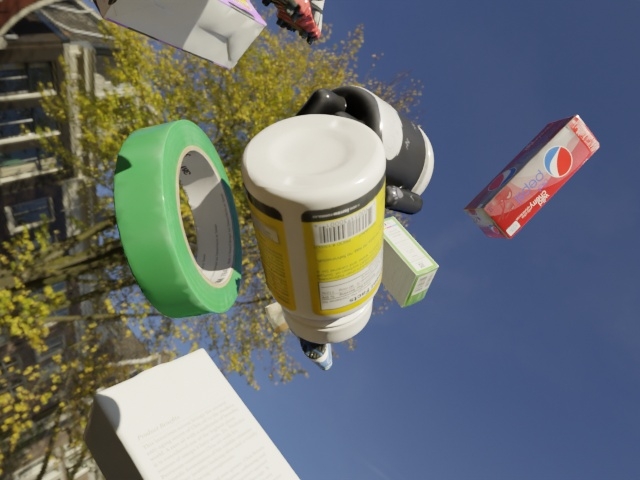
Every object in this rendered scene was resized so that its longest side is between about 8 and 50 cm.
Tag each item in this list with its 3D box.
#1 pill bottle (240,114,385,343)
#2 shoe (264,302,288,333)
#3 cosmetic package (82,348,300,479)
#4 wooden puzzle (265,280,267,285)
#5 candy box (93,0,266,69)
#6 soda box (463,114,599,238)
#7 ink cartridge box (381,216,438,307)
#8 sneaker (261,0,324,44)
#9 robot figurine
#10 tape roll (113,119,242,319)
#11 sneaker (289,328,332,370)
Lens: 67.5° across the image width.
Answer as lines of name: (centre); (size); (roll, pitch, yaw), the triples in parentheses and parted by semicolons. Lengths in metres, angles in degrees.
pill bottle: (0.000, 0.000, 0.454); (0.119, 0.119, 0.208); (32, -34, 31)
shoe: (-0.010, 0.104, 0.950); (0.058, 0.219, 0.076); (57, -3, 4)
cosmetic package: (-0.200, 0.441, 0.850); (0.453, 0.230, 0.161); (46, -54, 23)
wooden puzzle: (-0.075, 0.054, 0.824); (0.083, 0.006, 0.049); (-41, -110, 43)
candy box: (-0.173, -0.290, 0.496); (0.070, 0.165, 0.196); (-41, -110, 26)
soda box: (0.414, -0.123, 0.945); (0.083, 0.263, 0.092); (46, -3, -7)
ink cartridge box: (0.146, 0.026, 1.008); (0.209, 0.062, 0.109); (52, -32, 33)
sneaker: (-0.031, -0.460, 0.894); (0.098, 0.276, 0.135); (30, -81, 3)
robot figurine: (0.070, -0.143, 0.791); (0.174, 0.278, 0.209); (-4, -100, 39)
tape roll: (-0.219, -0.033, 0.796); (0.077, 0.321, 0.321); (-10, -75, 8)
sneaker: (-0.025, 0.246, 1.220); (0.081, 0.080, 0.211); (63, 2, -33)
